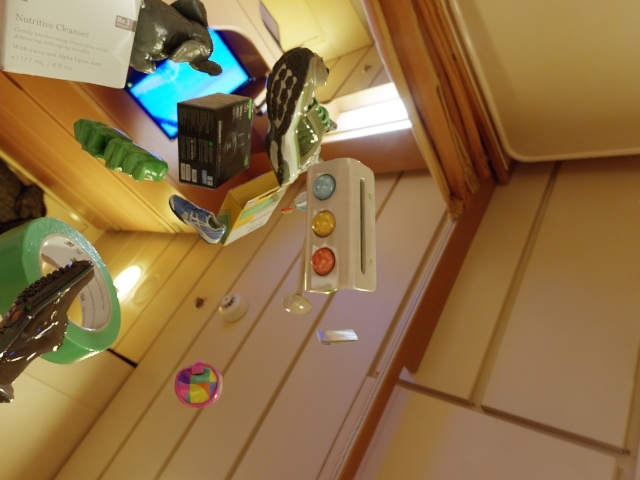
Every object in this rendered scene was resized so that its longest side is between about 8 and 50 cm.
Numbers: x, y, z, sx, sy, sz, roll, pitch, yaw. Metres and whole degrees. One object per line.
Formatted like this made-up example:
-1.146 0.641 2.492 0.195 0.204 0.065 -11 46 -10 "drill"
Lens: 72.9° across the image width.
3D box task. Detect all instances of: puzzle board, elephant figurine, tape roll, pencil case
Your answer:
0.042 0.246 1.107 0.096 0.011 0.128 -1 -179 -4 "puzzle board"
-0.312 -0.461 0.980 0.239 0.169 0.186 -6 -153 -29 "elephant figurine"
-0.568 0.108 0.957 0.077 0.321 0.321 -23 -146 -2 "tape roll"
-0.278 0.334 1.010 0.104 0.104 0.236 -54 179 -21 "pencil case"

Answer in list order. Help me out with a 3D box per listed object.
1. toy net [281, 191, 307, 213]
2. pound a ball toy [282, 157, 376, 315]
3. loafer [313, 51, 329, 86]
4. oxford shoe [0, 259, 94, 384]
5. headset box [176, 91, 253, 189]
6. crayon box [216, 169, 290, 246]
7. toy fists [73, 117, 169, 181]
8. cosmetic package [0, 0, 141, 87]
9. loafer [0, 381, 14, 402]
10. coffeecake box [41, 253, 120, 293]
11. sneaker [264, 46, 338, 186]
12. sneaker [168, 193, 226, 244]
-0.068 -0.128 1.412 0.122 0.045 0.232 -9 178 -10 "toy net"
0.000 0.000 0.944 0.208 0.135 0.319 -7 -104 35 "pound a ball toy"
-0.015 -0.648 1.677 0.102 0.092 0.269 -56 -164 34 "loafer"
-0.449 0.127 0.706 0.082 0.096 0.227 6 -131 36 "oxford shoe"
-0.327 -0.328 1.388 0.131 0.246 0.283 13 -154 10 "headset box"
-0.238 -0.120 1.482 0.203 0.083 0.323 -32 172 -35 "crayon box"
-0.560 -0.247 1.193 0.279 0.142 0.096 34 -87 16 "toy fists"
-0.433 -0.488 0.742 0.156 0.217 0.385 42 -58 29 "cosmetic package"
-0.791 0.289 1.002 0.366 0.133 0.130 123 -33 -51 "loafer"
-0.673 0.092 1.211 0.142 0.185 0.068 22 -120 27 "coffeecake box"
-0.039 -0.325 1.142 0.182 0.410 0.158 -20 -116 -22 "sneaker"
-0.399 -0.082 1.419 0.081 0.211 0.080 -36 -157 33 "sneaker"
